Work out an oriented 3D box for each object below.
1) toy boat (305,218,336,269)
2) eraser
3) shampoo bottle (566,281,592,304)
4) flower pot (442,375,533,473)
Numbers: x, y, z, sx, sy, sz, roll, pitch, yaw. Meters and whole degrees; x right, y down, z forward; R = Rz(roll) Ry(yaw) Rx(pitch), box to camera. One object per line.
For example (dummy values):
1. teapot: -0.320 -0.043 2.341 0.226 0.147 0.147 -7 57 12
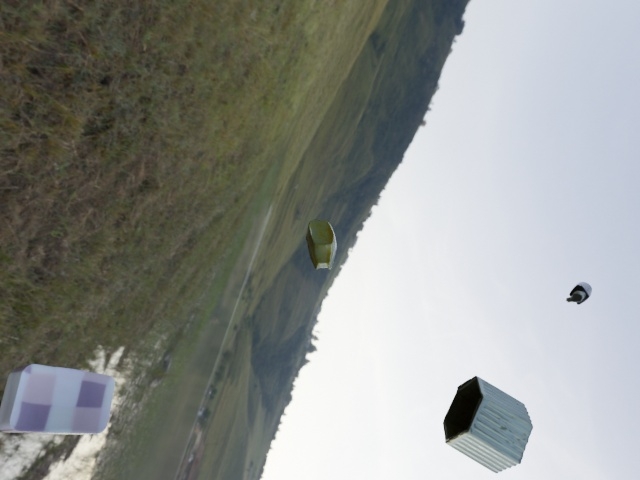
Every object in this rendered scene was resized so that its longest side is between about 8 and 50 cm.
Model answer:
1. toy boat: 0.000 0.000 0.930 0.172 0.065 0.066 -98 -174 -51
2. eraser: -0.276 0.171 0.449 0.105 0.026 0.065 37 46 -52
3. shampoo bottle: 0.920 0.189 1.498 0.208 0.057 0.063 -4 141 -52
4. flower pot: 0.528 0.586 1.350 0.239 0.190 0.209 -57 175 -16
